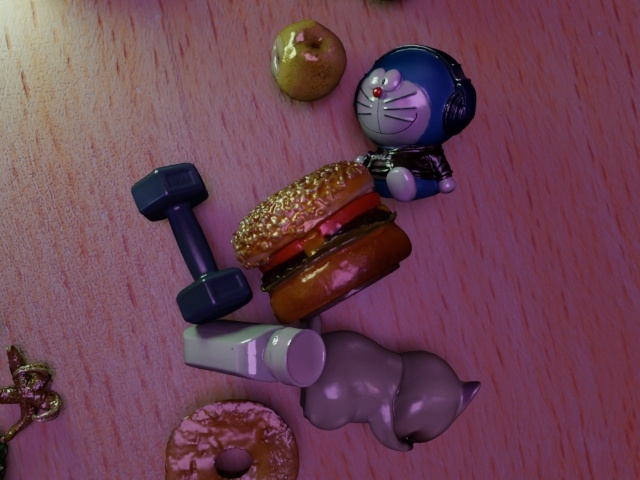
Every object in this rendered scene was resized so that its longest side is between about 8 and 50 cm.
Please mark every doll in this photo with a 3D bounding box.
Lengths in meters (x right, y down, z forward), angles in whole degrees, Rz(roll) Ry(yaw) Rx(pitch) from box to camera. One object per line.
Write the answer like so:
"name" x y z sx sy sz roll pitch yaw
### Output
"doll" 0.111 0.308 1.187 0.371 0.215 0.225 21 71 -2
"doll" 0.187 -0.249 1.200 0.240 0.284 0.309 -14 107 -44

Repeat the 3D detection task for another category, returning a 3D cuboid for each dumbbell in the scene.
"dumbbell" -0.261 0.006 1.166 0.144 0.160 0.324 -25 81 -5

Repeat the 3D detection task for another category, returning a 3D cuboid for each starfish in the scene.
"starfish" -0.638 0.314 1.196 0.147 0.074 0.189 -19 90 -6

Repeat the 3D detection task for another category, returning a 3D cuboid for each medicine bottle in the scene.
"medicine bottle" -0.132 0.216 1.125 0.161 0.296 0.111 -1 88 -49

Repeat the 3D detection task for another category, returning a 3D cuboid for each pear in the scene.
"pear" -0.027 -0.383 1.214 0.178 0.178 0.177 0 89 -4

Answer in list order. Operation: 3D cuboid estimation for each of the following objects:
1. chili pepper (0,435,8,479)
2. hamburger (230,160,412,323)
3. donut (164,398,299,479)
"chili pepper" -0.834 0.487 1.132 0.385 0.167 0.213 -7 87 -3
"hamburger" 0.000 0.000 1.127 0.330 0.330 0.250 -29 84 -4
"donut" -0.183 0.458 1.210 0.278 0.108 0.277 0 89 -5
